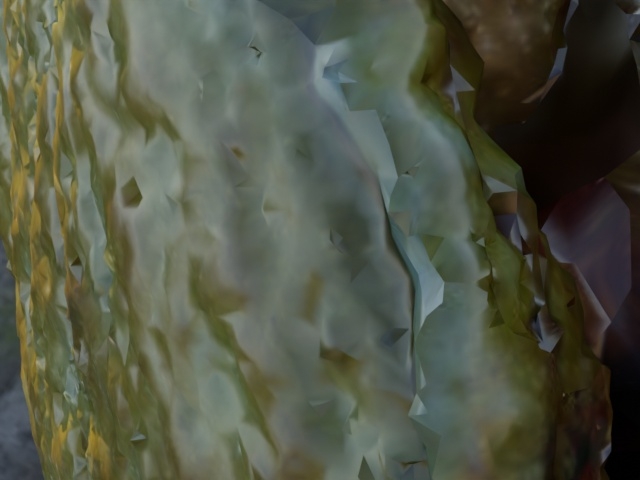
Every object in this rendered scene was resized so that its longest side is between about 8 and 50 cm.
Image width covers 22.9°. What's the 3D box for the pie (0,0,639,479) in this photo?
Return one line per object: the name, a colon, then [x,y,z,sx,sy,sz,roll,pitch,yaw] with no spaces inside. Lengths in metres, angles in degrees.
pie: [-0.007,0.016,0.523,0.418,0.180,0.395,-24,77,62]
